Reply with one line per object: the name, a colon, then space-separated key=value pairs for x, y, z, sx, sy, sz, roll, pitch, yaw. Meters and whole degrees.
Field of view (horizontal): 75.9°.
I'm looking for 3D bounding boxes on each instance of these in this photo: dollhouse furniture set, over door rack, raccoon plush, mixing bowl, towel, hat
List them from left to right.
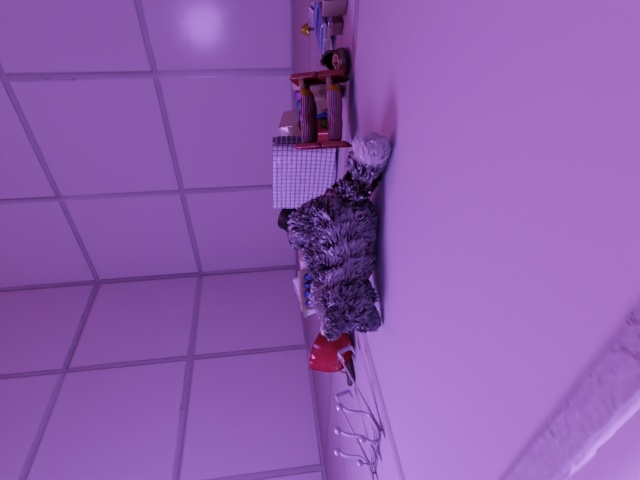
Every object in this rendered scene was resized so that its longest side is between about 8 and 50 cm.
hat: x=-0.161 y=-0.107 z=2.300 sx=0.331 sy=0.134 sz=0.331 roll=9 pitch=-90 yaw=-72
towel: x=-0.061 y=-0.252 z=1.522 sx=0.283 sy=0.235 sz=0.121 roll=94 pitch=173 yaw=-46
dollhouse furniture set: x=-0.049 y=-0.704 z=1.292 sx=0.303 sy=0.198 sz=0.286 roll=99 pitch=166 yaw=-64
dollhouse furniture set: x=0.025 y=-0.383 z=1.259 sx=0.374 sy=0.152 sz=0.201 roll=-50 pitch=-42 yaw=-75
mixing bowl: x=0.049 y=0.374 z=1.390 sx=0.181 sy=0.098 sz=0.181 roll=-41 pitch=-38 yaw=-44
raccoon plush: x=0.057 y=0.029 z=0.903 sx=0.446 sy=0.216 sz=0.299 roll=98 pitch=158 yaw=-59
over door rack: x=0.085 y=0.522 z=1.229 sx=0.324 sy=0.108 sz=0.239 roll=-109 pitch=17 yaw=-56

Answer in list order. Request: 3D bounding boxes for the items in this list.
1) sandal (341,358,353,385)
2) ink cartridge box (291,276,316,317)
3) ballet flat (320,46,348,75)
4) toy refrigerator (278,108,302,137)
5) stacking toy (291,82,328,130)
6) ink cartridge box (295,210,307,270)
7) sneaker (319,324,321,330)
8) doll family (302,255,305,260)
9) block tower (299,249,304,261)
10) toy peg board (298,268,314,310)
sandal: x=0.075 y=0.427 z=1.489 sx=0.090 sy=0.060 sz=0.219 roll=93 pitch=165 yaw=-48
ink cartridge box: x=-0.061 y=0.289 z=2.135 sx=0.273 sy=0.115 sz=0.198 roll=113 pitch=135 yaw=-75
ballet flat: x=0.039 y=-0.538 z=1.234 sx=0.250 sy=0.058 sz=0.084 roll=-106 pitch=13 yaw=-61
toy refrigerator: x=-0.077 y=-0.395 z=1.683 sx=0.269 sy=0.094 sz=0.102 roll=60 pitch=-148 yaw=-49
stacking toy: x=-0.017 y=-0.434 z=1.545 sx=0.141 sy=0.141 sz=0.330 roll=-112 pitch=13 yaw=-69
ink cartridge box: x=-0.061 y=0.007 z=2.148 sx=0.207 sy=0.117 sz=0.283 roll=-108 pitch=16 yaw=-63
sneaker: x=0.036 y=0.209 z=1.494 sx=0.107 sy=0.110 sz=0.275 roll=-152 pitch=59 yaw=-82
doll family: x=0.000 y=0.000 z=1.505 sx=0.163 sy=0.118 sz=0.263 roll=-57 pitch=-2 yaw=-15
block tower: x=-0.042 y=-0.062 z=1.931 sx=0.091 sy=0.097 sz=0.335 roll=-34 pitch=-50 yaw=-52
toy peg board: x=0.004 y=0.188 z=1.604 sx=0.079 sy=0.161 sz=0.161 roll=172 pitch=93 yaw=-68
